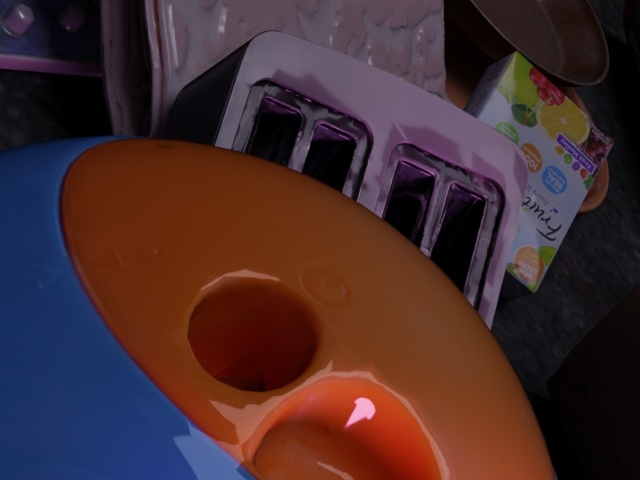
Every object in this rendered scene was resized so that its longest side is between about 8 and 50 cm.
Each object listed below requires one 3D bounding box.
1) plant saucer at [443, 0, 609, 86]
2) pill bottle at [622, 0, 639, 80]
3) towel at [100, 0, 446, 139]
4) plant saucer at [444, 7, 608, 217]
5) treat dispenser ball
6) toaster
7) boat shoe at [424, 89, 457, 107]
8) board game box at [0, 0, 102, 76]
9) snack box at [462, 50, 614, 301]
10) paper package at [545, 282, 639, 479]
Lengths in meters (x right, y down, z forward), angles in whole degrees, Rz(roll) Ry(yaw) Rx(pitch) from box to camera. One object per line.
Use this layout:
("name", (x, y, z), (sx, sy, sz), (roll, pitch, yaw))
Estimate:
("plant saucer", (0.143, -0.190, 1.238), (0.198, 0.036, 0.199), (30, 38, -27))
("pill bottle", (0.395, -0.097, 1.358), (0.210, 0.210, 0.363), (25, 40, -34))
("towel", (-0.013, -0.205, 0.959), (0.332, 0.053, 0.317), (-10, 101, -57))
("plant saucer", (0.137, -0.096, 1.205), (0.200, 0.037, 0.200), (31, 38, -28))
("treat dispenser ball", (-0.063, 0.109, 0.519), (0.288, 0.288, 0.288), (31, 37, -27))
("toaster", (0.000, 0.000, 0.792), (0.168, 0.110, 0.186), (24, 69, -19))
("boat shoe", (0.022, -0.021, 0.922), (0.081, 0.079, 0.228), (41, 46, -21))
("board game box", (-0.253, -0.269, 0.893), (0.390, 0.050, 0.390), (-1, 58, -51))
("snack box", (0.131, -0.044, 1.092), (0.100, 0.037, 0.141), (40, 61, -14))
("paper package", (0.354, 0.166, 0.979), (0.324, 0.168, 0.310), (-6, 60, -22))
